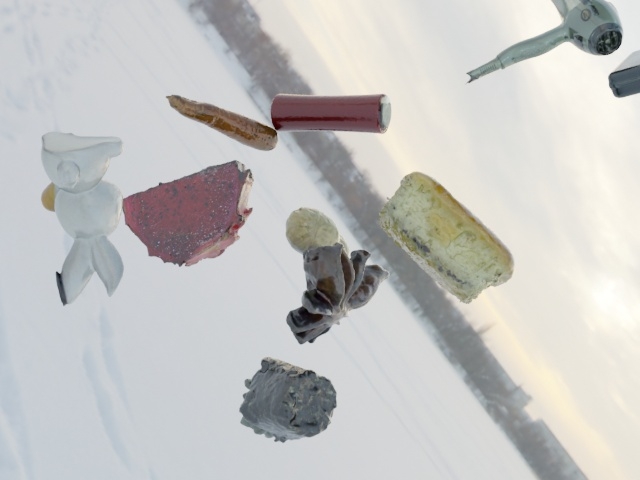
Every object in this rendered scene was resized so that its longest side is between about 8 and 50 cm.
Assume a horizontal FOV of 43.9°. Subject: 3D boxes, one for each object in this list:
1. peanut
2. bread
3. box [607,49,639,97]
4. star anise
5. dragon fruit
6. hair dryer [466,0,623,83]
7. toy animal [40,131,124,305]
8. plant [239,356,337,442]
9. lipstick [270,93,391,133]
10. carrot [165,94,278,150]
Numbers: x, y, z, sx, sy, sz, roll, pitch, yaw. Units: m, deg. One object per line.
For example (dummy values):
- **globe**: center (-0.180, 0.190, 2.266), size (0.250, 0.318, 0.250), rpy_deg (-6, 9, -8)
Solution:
- **peanut**: center (0.000, 0.000, 1.907), size (0.236, 0.120, 0.110), rpy_deg (40, 25, -53)
- **bread**: center (0.208, -0.002, 1.324), size (0.245, 0.121, 0.174), rpy_deg (42, -3, 11)
- **box**: center (0.591, -0.293, 1.269), size (0.160, 0.230, 0.050), rpy_deg (-37, 109, -46)
- **star anise**: center (0.016, 0.088, 1.376), size (0.110, 0.198, 0.257), rpy_deg (43, 11, 19)
- **dragon fruit**: center (-0.216, -0.053, 1.449), size (0.163, 0.261, 0.189), rpy_deg (66, 22, -14)
- **hair dryer**: center (0.386, -0.380, 1.402), size (0.229, 0.267, 0.092), rpy_deg (-77, 149, -44)
- **toy animal**: center (-0.288, -0.030, 0.931), size (0.127, 0.131, 0.182), rpy_deg (-74, 164, -59)
- **plant**: center (-0.067, 0.284, 1.409), size (0.132, 0.129, 0.194), rpy_deg (40, -29, -22)
- **lipstick**: center (0.019, -0.251, 1.570), size (0.080, 0.241, 0.080), rpy_deg (4, 90, -66)
- **carrot**: center (-0.188, -0.232, 1.554), size (0.247, 0.059, 0.059), rpy_deg (19, 21, -31)
